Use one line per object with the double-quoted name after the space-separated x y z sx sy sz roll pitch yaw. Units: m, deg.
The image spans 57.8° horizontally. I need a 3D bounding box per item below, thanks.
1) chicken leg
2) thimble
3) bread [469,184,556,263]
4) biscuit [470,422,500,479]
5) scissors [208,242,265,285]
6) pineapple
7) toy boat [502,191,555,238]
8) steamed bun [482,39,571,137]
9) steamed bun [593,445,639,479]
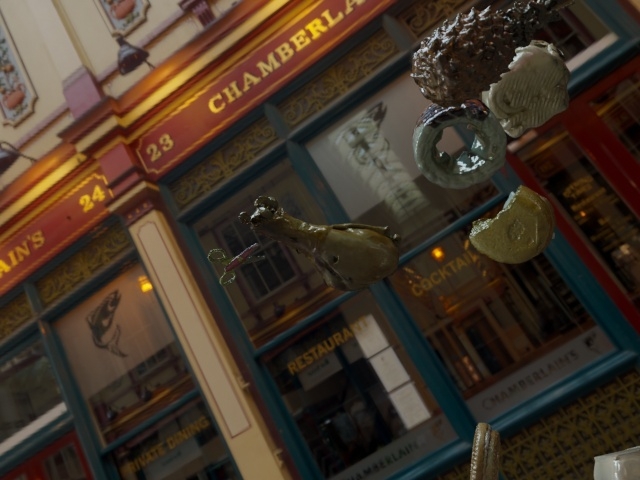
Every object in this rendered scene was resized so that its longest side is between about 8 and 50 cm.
0.000 0.000 1.489 0.152 0.430 0.201 -90 25 -72 "chicken leg"
0.350 -0.243 1.455 0.237 0.237 0.150 -39 18 20 "thimble"
0.367 -0.017 1.092 0.156 0.125 0.086 -44 -9 35 "bread"
0.494 0.681 1.735 0.079 0.259 0.259 4 -11 18 "biscuit"
-0.283 0.068 2.001 0.187 0.133 0.020 -23 -7 -23 "scissors"
0.354 -0.411 1.182 0.361 0.175 0.175 -35 -18 -18 "pineapple"
0.666 -0.060 1.906 0.100 0.199 0.290 -40 -9 11 "toy boat"
0.657 -0.517 1.900 0.280 0.207 0.268 -30 -51 17 "steamed bun"
0.777 0.558 1.335 0.242 0.164 0.146 -11 -20 -5 "steamed bun"
